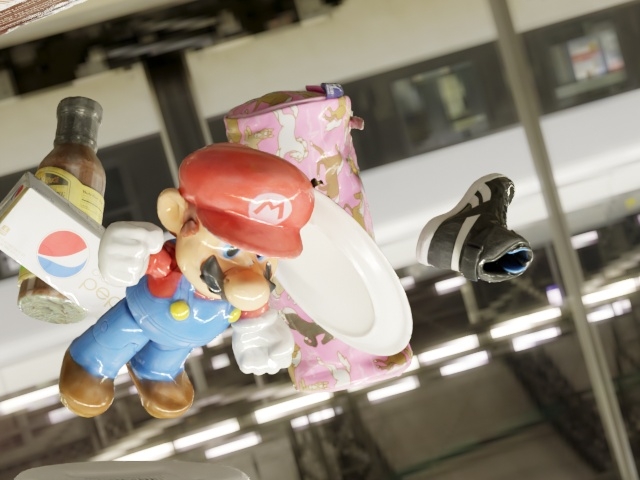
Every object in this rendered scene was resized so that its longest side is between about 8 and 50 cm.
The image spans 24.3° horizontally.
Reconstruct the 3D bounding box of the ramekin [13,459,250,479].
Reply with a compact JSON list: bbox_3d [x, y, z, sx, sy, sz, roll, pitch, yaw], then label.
[{"bbox_3d":[-0.195,0.305,1.531,0.277,0.135,0.277,1,177,0],"label":"ramekin"}]

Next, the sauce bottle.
[{"bbox_3d":[-0.378,-0.050,2.211,0.111,0.344,0.111,2,153,1],"label":"sauce bottle"}]

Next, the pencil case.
[{"bbox_3d":[0.000,0.000,1.856,0.167,0.386,0.160,-11,-173,10],"label":"pencil case"}]

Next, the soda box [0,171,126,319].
[{"bbox_3d":[-0.243,0.025,1.561,0.074,0.216,0.069,-49,-160,5],"label":"soda box"}]

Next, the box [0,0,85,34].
[{"bbox_3d":[-0.229,-0.262,1.024,0.168,0.203,0.167,-18,-179,17],"label":"box"}]

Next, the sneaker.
[{"bbox_3d":[0.218,-0.007,1.830,0.121,0.079,0.217,22,-144,25],"label":"sneaker"}]

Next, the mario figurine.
[{"bbox_3d":[-0.105,0.056,1.260,0.198,0.170,0.320,-39,169,-51],"label":"mario figurine"}]

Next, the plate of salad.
[{"bbox_3d":[0.012,0.019,1.336,0.048,0.200,0.200,-40,-165,-26],"label":"plate of salad"}]
